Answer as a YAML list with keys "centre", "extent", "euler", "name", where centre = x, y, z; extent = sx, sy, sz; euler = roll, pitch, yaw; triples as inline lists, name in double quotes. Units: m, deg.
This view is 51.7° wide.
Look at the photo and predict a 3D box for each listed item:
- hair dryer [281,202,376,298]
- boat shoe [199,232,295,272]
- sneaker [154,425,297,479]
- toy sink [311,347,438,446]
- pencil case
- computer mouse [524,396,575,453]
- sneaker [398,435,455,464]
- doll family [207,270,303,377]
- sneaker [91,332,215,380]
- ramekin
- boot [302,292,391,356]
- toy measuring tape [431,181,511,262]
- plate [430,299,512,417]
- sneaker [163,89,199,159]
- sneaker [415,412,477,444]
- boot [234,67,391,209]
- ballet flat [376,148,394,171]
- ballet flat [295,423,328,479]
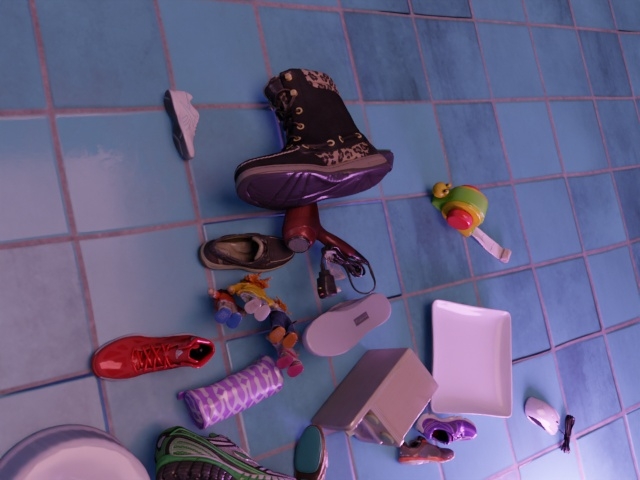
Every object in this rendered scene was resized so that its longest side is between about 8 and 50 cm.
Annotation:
- centre: [0.000, 0.000, 1.476]
  extent: [0.223, 0.080, 0.293]
  euler: [-3, 68, -60]
  name: "hair dryer"
- centre: [-0.142, 0.024, 1.397]
  extent: [0.223, 0.073, 0.080]
  euler: [0, 77, -34]
  name: "boat shoe"
- centre: [-0.164, 0.438, 1.261]
  extent: [0.343, 0.134, 0.146]
  euler: [37, 19, -37]
  name: "sneaker"
- centre: [0.122, 0.363, 1.449]
  extent: [0.234, 0.153, 0.131]
  euler: [-45, 105, -32]
  name: "toy sink"
- centre: [-0.170, 0.296, 1.317]
  extent: [0.206, 0.086, 0.088]
  euler: [-20, 57, -36]
  name: "pencil case"
- centre: [0.635, 0.497, 1.816]
  extent: [0.193, 0.042, 0.106]
  euler: [37, 64, -21]
  name: "computer mouse"
- centre: [0.253, 0.493, 1.563]
  extent: [0.158, 0.061, 0.065]
  euler: [7, 70, -32]
  name: "sneaker"
- centre: [-0.105, 0.151, 1.351]
  extent: [0.263, 0.163, 0.118]
  euler: [43, 93, -19]
  name: "doll family"
- centre: [-0.301, 0.207, 1.223]
  extent: [0.221, 0.128, 0.087]
  euler: [-10, 85, -34]
  name: "sneaker"
- centre: [-0.411, 0.451, 1.096]
  extent: [0.277, 0.135, 0.277]
  euler: [8, 75, -32]
  name: "ramekin"
- centre: [0.034, 0.191, 1.438]
  extent: [0.258, 0.123, 0.095]
  euler: [-18, 85, -42]
  name: "boot"
- centre: [0.426, -0.051, 1.756]
  extent: [0.330, 0.121, 0.121]
  euler: [38, 62, -21]
  name: "toy measuring tape"
- centre: [0.378, 0.304, 1.691]
  extent: [0.277, 0.045, 0.278]
  euler: [11, 74, -30]
  name: "plate"
- centre: [-0.279, -0.244, 1.380]
  extent: [0.061, 0.054, 0.152]
  euler: [-10, 85, -37]
  name: "sneaker"
- centre: [0.307, 0.465, 1.585]
  extent: [0.170, 0.071, 0.068]
  euler: [11, 111, -25]
  name: "sneaker"
- centre: [-0.053, -0.226, 1.425]
  extent: [0.377, 0.138, 0.284]
  euler: [-12, 66, -32]
  name: "boot"
- centre: [0.098, -0.193, 1.603]
  extent: [0.203, 0.074, 0.074]
  euler: [1, 79, -35]
  name: "ballet flat"
- centre: [-0.018, 0.494, 1.393]
  extent: [0.067, 0.073, 0.206]
  euler: [31, 64, -54]
  name: "ballet flat"
